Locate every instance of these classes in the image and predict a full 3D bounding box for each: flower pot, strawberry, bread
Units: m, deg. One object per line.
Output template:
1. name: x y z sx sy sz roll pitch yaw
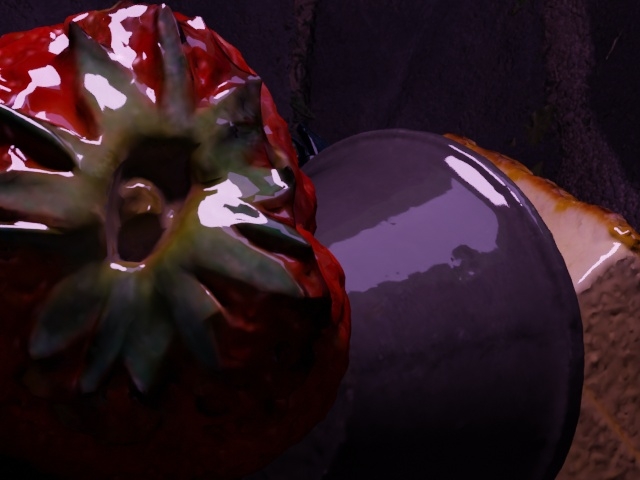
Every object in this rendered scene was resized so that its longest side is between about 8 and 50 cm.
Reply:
1. flower pot: 0.010 0.072 1.180 0.269 0.269 0.166 30 27 33
2. strawberry: -0.117 0.017 1.012 0.238 0.250 0.288 -9 -8 -19
3. bread: 0.161 0.096 1.475 0.279 0.207 0.279 50 -9 -35

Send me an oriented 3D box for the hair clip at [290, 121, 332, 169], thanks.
1. hair clip: 0.001 -0.006 2.147 0.310 0.206 0.194 26 8 -42
